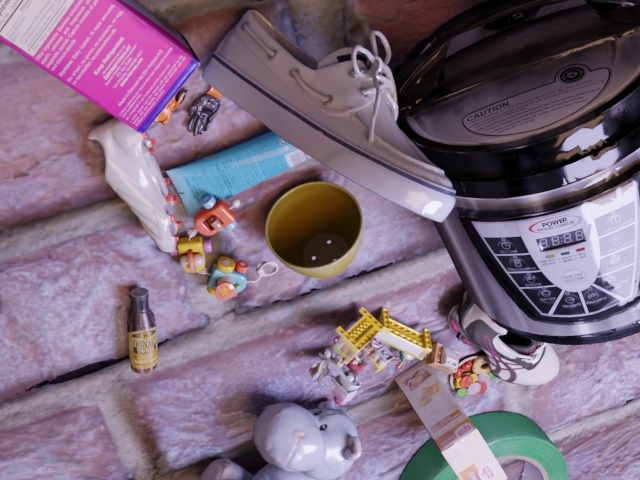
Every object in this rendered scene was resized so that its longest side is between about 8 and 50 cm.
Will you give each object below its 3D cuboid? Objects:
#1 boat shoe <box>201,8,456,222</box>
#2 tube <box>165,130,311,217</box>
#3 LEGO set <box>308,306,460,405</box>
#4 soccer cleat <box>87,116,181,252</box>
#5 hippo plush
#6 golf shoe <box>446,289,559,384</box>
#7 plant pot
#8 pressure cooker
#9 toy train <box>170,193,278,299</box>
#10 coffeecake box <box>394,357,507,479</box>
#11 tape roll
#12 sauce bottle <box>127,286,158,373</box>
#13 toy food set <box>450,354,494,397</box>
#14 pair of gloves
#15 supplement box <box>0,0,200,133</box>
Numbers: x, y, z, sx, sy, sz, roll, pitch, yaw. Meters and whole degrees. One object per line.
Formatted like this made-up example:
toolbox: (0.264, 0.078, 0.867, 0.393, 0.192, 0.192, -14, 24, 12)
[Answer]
boat shoe: (0.029, -0.169, 0.971, 0.136, 0.367, 0.156, 15, 110, -56)
tube: (-0.094, -0.101, 1.129, 0.207, 0.052, 0.080, -24, 121, 0)
LEGO set: (0.084, 0.185, 1.324, 0.287, 0.132, 0.107, 0, 138, -47)
soccer cleat: (-0.233, -0.068, 1.087, 0.076, 0.068, 0.196, -12, 121, 3)
hippo plush: (-0.027, 0.381, 1.310, 0.294, 0.234, 0.237, 23, 108, -29)
golf shoe: (0.321, 0.178, 1.389, 0.273, 0.120, 0.105, 34, 83, -34)
plant pot: (0.000, 0.000, 1.182, 0.134, 0.134, 0.095, -29, 150, -3)
pressure cooker: (0.288, -0.122, 1.077, 0.370, 0.375, 0.420, -42, 126, -17)
toy train: (-0.133, 0.020, 1.164, 0.125, 0.046, 0.166, -27, 126, 14)
coffeecake box: (0.210, 0.304, 1.386, 0.068, 0.185, 0.142, -34, 124, -1)
tape roll: (0.299, 0.466, 1.577, 0.321, 0.077, 0.321, -9, 120, -15)
sauce bottle: (-0.252, 0.127, 1.197, 0.042, 0.042, 0.128, -9, 121, -16)
toy food set: (0.262, 0.234, 1.466, 0.083, 0.020, 0.083, -15, 122, -13)
pair of gloves: (-0.168, -0.174, 1.079, 0.083, 0.010, 0.074, 17, 109, -31)
supplement box: (-0.260, -0.236, 0.948, 0.220, 0.111, 0.114, 36, 102, -32)
